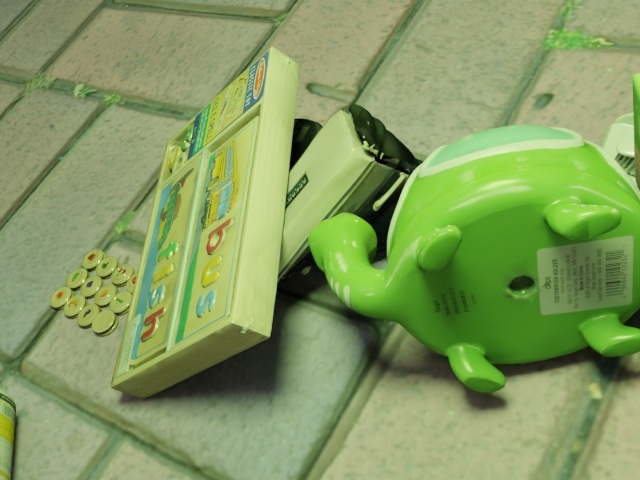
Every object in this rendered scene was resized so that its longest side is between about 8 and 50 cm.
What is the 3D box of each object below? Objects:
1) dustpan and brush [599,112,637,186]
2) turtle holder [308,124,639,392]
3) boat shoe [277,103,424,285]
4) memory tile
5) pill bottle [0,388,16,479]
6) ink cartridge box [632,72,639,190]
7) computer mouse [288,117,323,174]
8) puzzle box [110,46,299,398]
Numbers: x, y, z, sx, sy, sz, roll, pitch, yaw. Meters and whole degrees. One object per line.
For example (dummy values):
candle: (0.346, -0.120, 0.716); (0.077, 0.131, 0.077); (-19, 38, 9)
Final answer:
dustpan and brush: (0.413, -0.094, 0.880); (0.211, 0.060, 0.147); (11, 59, 32)
turtle holder: (0.173, 0.010, 0.814); (0.320, 0.243, 0.227); (-35, 29, 27)
boat shoe: (0.000, 0.000, 0.972); (0.340, 0.158, 0.127); (-45, 36, 28)
memory tile: (-0.323, 0.073, 1.131); (0.148, 0.012, 0.113); (21, 65, 36)
pill bottle: (-0.434, 0.277, 0.954); (0.103, 0.103, 0.184); (-22, 47, 8)
ink cartridge box: (0.369, 0.037, 0.662); (0.119, 0.207, 0.354); (-14, 61, 17)
computer mouse: (-0.071, -0.159, 1.171); (0.262, 0.060, 0.184); (1, 58, 41)
puzzle box: (-0.143, -0.025, 0.995); (0.272, 0.052, 0.409); (-30, 43, 40)
